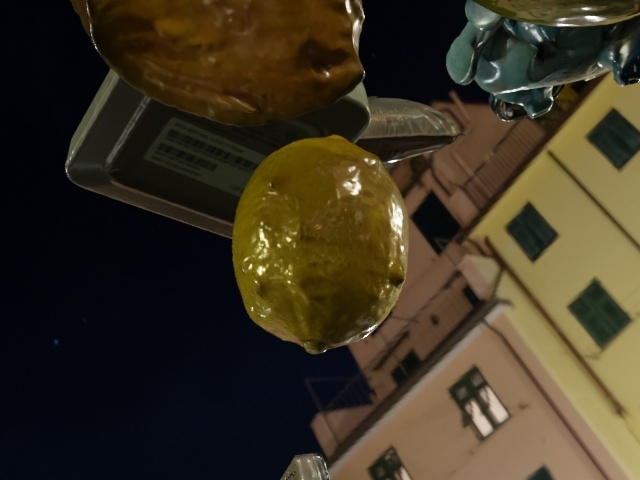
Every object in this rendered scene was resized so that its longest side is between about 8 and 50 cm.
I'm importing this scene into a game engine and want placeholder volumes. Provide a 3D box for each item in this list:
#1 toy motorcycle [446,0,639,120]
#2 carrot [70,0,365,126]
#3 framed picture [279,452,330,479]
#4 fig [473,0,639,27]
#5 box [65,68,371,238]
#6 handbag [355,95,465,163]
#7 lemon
[{"bbox_3d":[0.233,-0.211,0.785,0.260,0.154,0.206,-39,-28,24],"label":"toy motorcycle"},{"bbox_3d":[-0.124,-0.265,0.838,0.242,0.340,0.241,-17,-48,-21],"label":"carrot"},{"bbox_3d":[0.000,0.354,0.629,0.022,0.335,0.247,-3,-34,-22],"label":"framed picture"},{"bbox_3d":[0.116,-0.202,0.574,0.259,0.151,0.151,-10,-36,15],"label":"fig"},{"bbox_3d":[-0.159,-0.161,1.350,0.367,0.090,0.373,18,-44,-27],"label":"box"},{"bbox_3d":[0.100,-0.201,1.602,0.271,0.182,0.117,-6,-75,-19],"label":"handbag"},{"bbox_3d":[0.000,0.000,1.110,0.234,0.288,0.233,6,-15,2],"label":"lemon"}]
